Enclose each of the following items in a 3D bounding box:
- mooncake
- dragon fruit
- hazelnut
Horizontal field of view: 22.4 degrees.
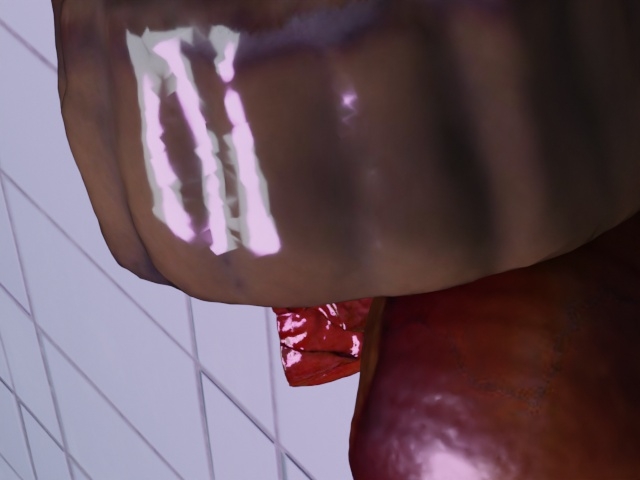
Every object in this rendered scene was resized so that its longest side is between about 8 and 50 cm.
[{"bbox_3d":[0.016,-0.094,0.754,0.290,0.290,0.161,23,131,52],"label":"mooncake"},{"bbox_3d":[0.018,0.001,1.132,0.092,0.122,0.192,-2,120,17],"label":"dragon fruit"},{"bbox_3d":[0.126,0.075,0.804,0.217,0.217,0.251,53,-163,14],"label":"hazelnut"}]
